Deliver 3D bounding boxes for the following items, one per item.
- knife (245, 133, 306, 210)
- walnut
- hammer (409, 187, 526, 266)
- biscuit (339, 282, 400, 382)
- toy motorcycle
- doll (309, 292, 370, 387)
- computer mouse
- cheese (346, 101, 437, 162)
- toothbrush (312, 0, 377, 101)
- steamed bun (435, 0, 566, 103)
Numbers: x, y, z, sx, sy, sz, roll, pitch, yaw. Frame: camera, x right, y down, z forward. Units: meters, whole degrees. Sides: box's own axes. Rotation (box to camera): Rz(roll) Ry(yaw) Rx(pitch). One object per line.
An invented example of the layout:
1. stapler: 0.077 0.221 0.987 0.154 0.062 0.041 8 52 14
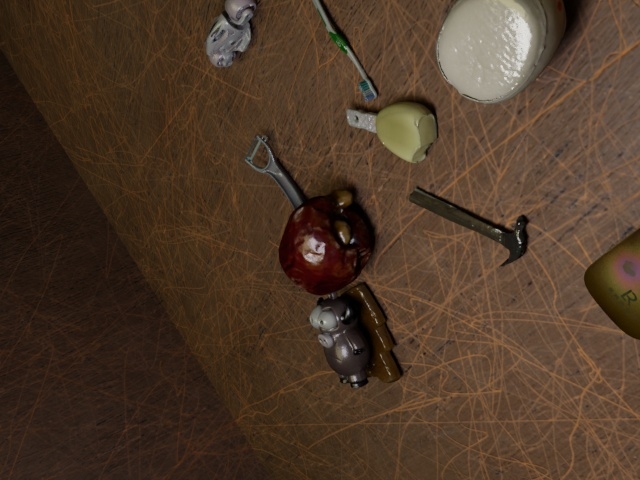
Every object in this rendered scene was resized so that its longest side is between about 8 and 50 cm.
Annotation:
1. knife: -0.095 -0.156 1.941 0.278 0.053 0.123 53 144 15
2. walnut: 0.000 0.000 1.779 0.269 0.222 0.243 -43 45 52
3. hammer: 0.289 -0.044 1.467 0.297 0.027 0.125 32 133 41
4. biscuit: 0.118 0.242 1.937 0.278 0.043 0.301 36 138 41
5. toy motorcycle: -0.234 -0.521 1.812 0.112 0.112 0.254 57 148 10
6. doll: 0.054 0.250 1.883 0.182 0.117 0.257 2 114 61
7. computer mouse: 0.533 0.053 1.129 0.158 0.072 0.310 53 148 12
8. cheese: 0.140 -0.238 1.522 0.255 0.050 0.127 24 134 49
9. toothbrush: 0.040 -0.431 1.549 0.304 0.030 0.030 62 150 6
10. steamed bun: 0.289 -0.328 1.139 0.177 0.131 0.228 45 145 9
